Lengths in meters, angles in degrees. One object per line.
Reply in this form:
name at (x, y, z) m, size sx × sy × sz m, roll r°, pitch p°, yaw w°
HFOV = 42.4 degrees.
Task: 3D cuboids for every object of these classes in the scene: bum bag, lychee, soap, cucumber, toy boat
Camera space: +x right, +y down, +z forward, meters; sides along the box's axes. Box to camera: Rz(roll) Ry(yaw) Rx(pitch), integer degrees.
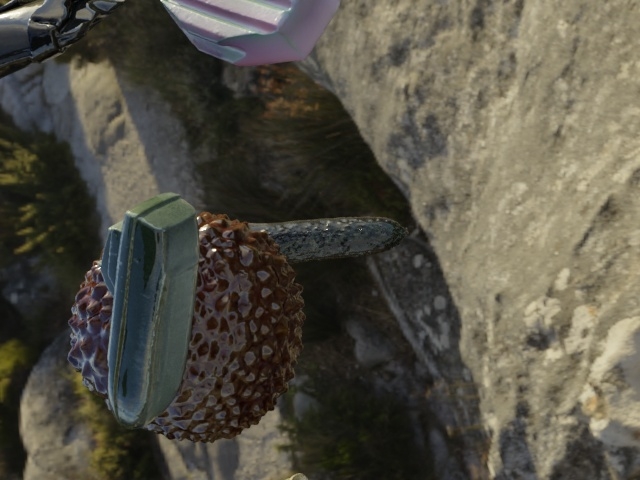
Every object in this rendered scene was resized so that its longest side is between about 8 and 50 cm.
bum bag at (-0.225, -0.142, 0.566) m, size 0.197 × 0.049 × 0.087 m, roll -13°, pitch 41°, yaw 14°
lychee at (-0.151, 0.103, 0.976) m, size 0.276 × 0.276 × 0.304 m, roll 54°, pitch 132°, yaw 31°
soap at (-0.070, -0.215, 0.762) m, size 0.149 × 0.056 × 0.100 m, roll 26°, pitch 79°, yaw 32°
cucumber at (-0.001, -0.001, 1.156) m, size 0.067 × 0.245 × 0.067 m, roll 175°, pitch 90°, yaw -87°
toy boat at (-0.161, 0.074, 0.746) m, size 0.085 × 0.078 × 0.260 m, roll 28°, pitch 126°, yaw 22°

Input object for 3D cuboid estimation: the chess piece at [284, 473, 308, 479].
chess piece at (-0.054, 0.433, 1.447) m, size 0.092 × 0.035 × 0.035 m, roll -42°, pitch 59°, yaw 56°
